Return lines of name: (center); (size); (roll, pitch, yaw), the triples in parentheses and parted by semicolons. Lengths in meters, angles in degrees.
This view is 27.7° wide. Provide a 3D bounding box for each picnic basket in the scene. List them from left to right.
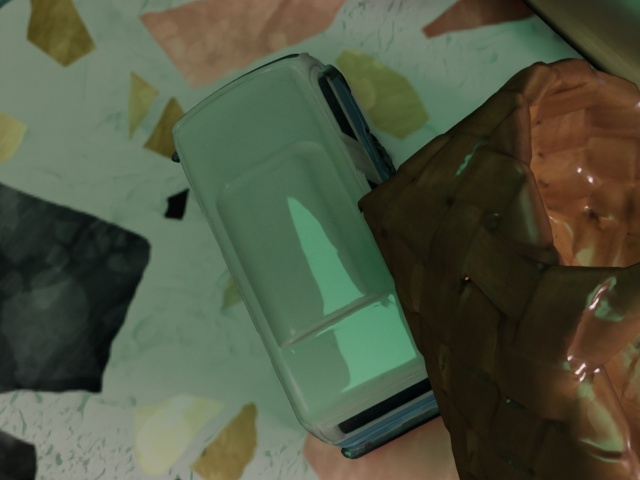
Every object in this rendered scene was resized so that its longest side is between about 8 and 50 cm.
picnic basket: (0.227, 0.028, 0.727); (0.337, 0.293, 0.337); (2, 92, 43)

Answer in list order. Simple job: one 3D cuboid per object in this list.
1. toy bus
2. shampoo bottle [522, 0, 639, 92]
toy bus: (0.000, 0.000, 0.892); (0.133, 0.165, 0.271); (-29, 72, 10)
shampoo bottle: (0.266, -0.133, 0.882); (0.350, 0.084, 0.126); (38, 93, 21)
